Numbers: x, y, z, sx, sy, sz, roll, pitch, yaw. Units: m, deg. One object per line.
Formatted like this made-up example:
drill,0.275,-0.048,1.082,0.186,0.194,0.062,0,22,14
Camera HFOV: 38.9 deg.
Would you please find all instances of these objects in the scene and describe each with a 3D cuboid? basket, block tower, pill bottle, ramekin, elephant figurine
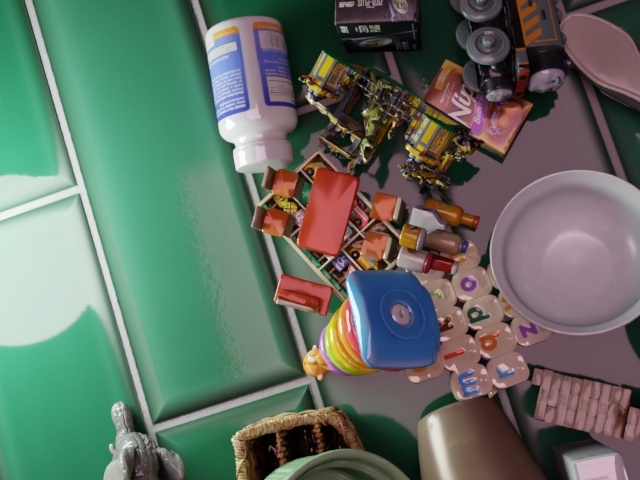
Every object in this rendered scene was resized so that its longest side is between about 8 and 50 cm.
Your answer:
basket,-0.013,0.455,1.600,0.213,0.223,0.299,-10,83,7
block tower,0.533,0.303,1.579,0.335,0.091,0.097,12,84,17
pill bottle,-0.125,-0.270,1.714,0.152,0.152,0.272,-9,84,7
ramekin,0.015,0.491,1.471,0.303,0.148,0.304,5,78,-23
elephant figurine,-0.337,0.434,1.673,0.185,0.169,0.240,3,90,14

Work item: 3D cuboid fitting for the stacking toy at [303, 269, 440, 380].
stacking toy,0.059,0.184,1.615,0.165,0.302,0.175,3,63,-34

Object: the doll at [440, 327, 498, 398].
doll,0.272,0.195,1.669,0.129,0.046,0.189,-46,75,5

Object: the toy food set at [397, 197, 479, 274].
toy food set,0.210,0.001,1.611,0.104,0.232,0.111,16,105,13

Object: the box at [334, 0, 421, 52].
box,0.110,-0.410,1.676,0.147,0.180,0.078,0,85,8

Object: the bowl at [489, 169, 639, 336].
bowl,0.453,0.036,1.597,0.297,0.134,0.298,-5,71,14

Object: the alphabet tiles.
alphabet tiles,0.264,0.143,1.650,0.277,0.021,0.284,-19,70,-4

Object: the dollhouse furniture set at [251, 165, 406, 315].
dollhouse furniture set,0.000,0.000,1.642,0.261,0.135,0.259,14,87,9

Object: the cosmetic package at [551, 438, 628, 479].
cosmetic package,0.456,0.407,1.529,0.085,0.231,0.117,-12,84,6

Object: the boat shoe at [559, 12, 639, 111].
boat shoe,0.571,-0.290,1.655,0.335,0.095,0.112,38,88,15

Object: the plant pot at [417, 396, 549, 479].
plant pot,0.273,0.404,1.571,0.263,0.263,0.229,-20,63,6

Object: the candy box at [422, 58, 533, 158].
candy box,0.289,-0.246,1.702,0.186,0.053,0.109,30,90,11

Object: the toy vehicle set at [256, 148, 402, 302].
toy vehicle set,0.027,-0.024,1.728,0.166,0.035,0.267,-43,81,3

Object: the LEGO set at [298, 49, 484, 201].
LEGO set,0.101,-0.179,1.619,0.331,0.255,0.192,33,107,10

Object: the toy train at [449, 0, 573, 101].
toy train,0.342,-0.406,1.642,0.190,0.142,0.334,-6,67,3
